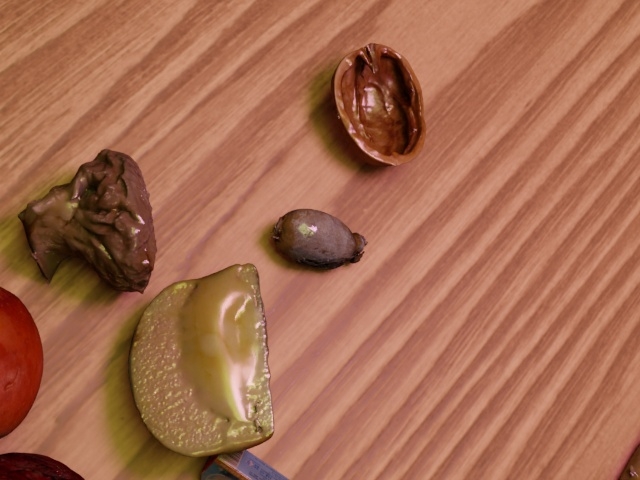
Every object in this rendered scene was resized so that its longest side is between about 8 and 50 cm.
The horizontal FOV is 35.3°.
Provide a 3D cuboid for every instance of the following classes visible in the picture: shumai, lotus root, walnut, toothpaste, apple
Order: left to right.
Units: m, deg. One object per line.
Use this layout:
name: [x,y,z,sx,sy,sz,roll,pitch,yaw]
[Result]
apple: [-0.471,0.163,1.201,0.272,0.251,0.206,-15,95,-42]
shumai: [-0.317,-0.016,1.375,0.175,0.166,0.206,-12,53,-16]
apple: [-0.167,0.176,1.393,0.193,0.120,0.265,-5,66,-7]
toothpaste: [-0.076,0.360,1.408,0.193,0.070,0.044,36,34,-8]
lotus root: [0.001,0.001,1.537,0.165,0.088,0.088,16,68,-27]
walnut: [0.082,-0.208,1.630,0.167,0.087,0.211,-1,76,-29]

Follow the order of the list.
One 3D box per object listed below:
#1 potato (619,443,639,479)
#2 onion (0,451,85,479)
potato: [0.557,0.369,1.641,0.105,0.085,0.188,27,60,12]
onion: [-0.365,0.390,1.185,0.221,0.281,0.281,45,53,-50]
